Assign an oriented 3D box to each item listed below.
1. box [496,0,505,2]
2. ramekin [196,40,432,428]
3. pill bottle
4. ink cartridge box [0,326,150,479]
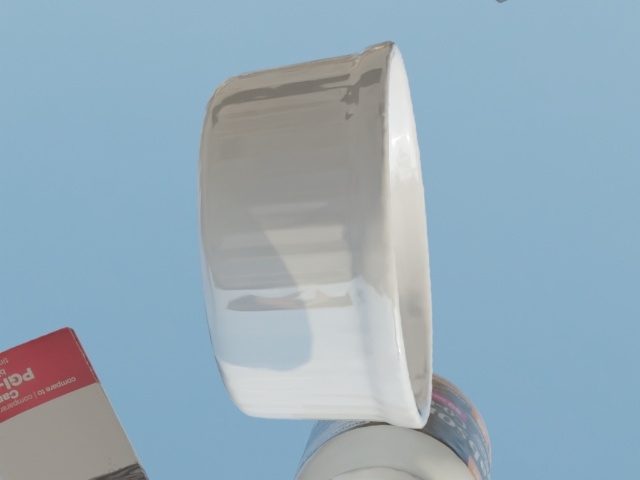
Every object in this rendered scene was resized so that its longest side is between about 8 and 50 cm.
[{"bbox_3d":[0.260,-0.362,1.878,0.233,0.059,0.183,-23,-137,30],"label":"box"},{"bbox_3d":[0.000,0.000,1.340,0.135,0.277,0.277,-4,-148,8],"label":"ramekin"},{"bbox_3d":[0.056,0.210,1.505,0.162,0.162,0.278,6,-168,4],"label":"pill bottle"},{"bbox_3d":[-0.203,0.251,1.613,0.117,0.207,0.283,-22,-119,-16],"label":"ink cartridge box"}]
